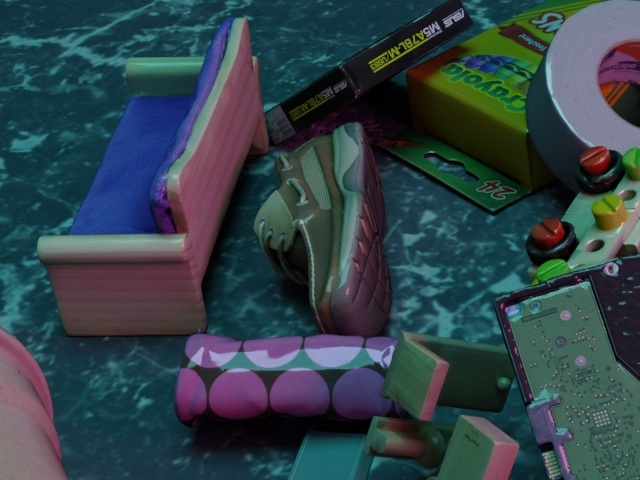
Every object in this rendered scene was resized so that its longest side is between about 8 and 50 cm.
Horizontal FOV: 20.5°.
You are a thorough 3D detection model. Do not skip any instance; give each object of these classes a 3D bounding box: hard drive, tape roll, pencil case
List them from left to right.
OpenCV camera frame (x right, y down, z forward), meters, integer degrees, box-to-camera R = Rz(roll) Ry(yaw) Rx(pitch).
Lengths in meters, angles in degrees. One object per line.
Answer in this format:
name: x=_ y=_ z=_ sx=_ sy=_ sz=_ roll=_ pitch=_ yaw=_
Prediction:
pencil case: x=-0.019 y=0.123 z=1.541 sx=0.209 sy=0.098 sz=0.095 roll=1 pitch=61 yaw=11
tape roll: x=0.319 y=-0.134 z=1.763 sx=0.219 sy=0.072 sz=0.219 roll=5 pitch=59 yaw=-9
hard drive: x=0.326 y=0.108 z=1.350 sx=0.338 sy=0.064 sz=0.237 roll=-18 pitch=74 yaw=2

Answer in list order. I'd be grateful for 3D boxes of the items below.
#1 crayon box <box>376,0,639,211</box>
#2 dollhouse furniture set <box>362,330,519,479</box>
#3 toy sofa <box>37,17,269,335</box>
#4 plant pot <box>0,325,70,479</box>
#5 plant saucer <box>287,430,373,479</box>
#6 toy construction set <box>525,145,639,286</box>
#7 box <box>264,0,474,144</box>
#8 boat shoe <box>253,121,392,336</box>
crayon box: x=0.238 y=-0.160 z=1.903 sx=0.318 sy=0.081 sz=0.202 roll=-29 pitch=39 yaw=-26
dollhouse furniture set: x=0.129 y=0.173 z=1.407 sx=0.123 sy=0.144 sz=0.151 roll=10 pitch=14 yaw=-34
toy sofa: x=-0.164 y=-0.076 z=1.791 sx=0.150 sy=0.177 sz=0.362 roll=-1 pitch=35 yaw=12
plant pot: x=-0.263 y=0.268 z=1.218 sx=0.333 sy=0.334 sz=0.305 roll=-27 pitch=49 yaw=-24
plant saucer: x=-0.007 y=0.222 z=1.454 sx=0.067 sy=0.018 sz=0.192 roll=2 pitch=36 yaw=16
toy construction set: x=0.307 y=0.008 z=1.571 sx=0.215 sy=0.151 sz=0.327 roll=4 pitch=30 yaw=41
box: x=0.048 y=-0.184 z=1.930 sx=0.184 sy=0.045 sz=0.190 roll=-31 pitch=3 yaw=-33
boat shoe: x=0.000 y=0.000 z=1.705 sx=0.116 sy=0.123 sz=0.324 roll=-13 pitch=27 yaw=8
